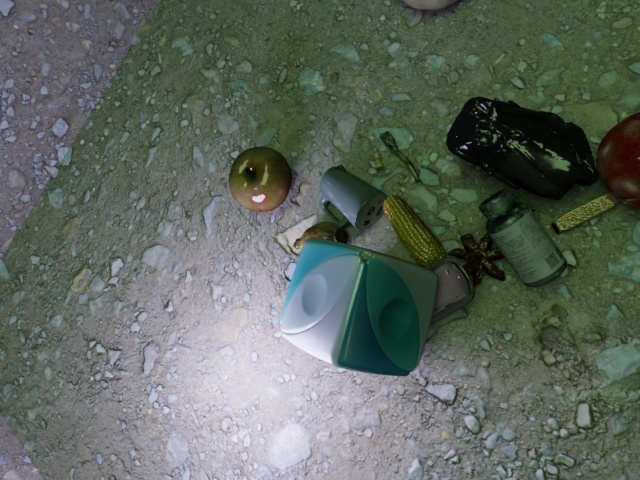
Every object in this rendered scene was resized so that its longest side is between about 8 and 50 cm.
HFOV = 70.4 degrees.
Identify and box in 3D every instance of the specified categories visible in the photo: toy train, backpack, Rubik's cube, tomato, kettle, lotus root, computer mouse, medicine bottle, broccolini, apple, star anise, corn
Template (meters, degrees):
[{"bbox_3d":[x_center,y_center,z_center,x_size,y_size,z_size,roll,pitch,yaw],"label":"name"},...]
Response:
[{"bbox_3d":[0.660,-0.117,1.492,0.056,0.038,0.093,-31,67,7],"label":"toy train"},{"bbox_3d":[0.627,-0.285,1.396,0.445,0.363,0.255,37,118,14],"label":"backpack"},{"bbox_3d":[0.117,0.200,1.424,0.352,0.347,0.352,18,91,56],"label":"Rubik's cube"},{"bbox_3d":[0.969,-0.231,1.264,0.289,0.176,0.335,-29,68,-4],"label":"tomato"},{"bbox_3d":[0.101,-0.147,1.700,0.243,0.159,0.211,41,124,33],"label":"kettle"},{"bbox_3d":[0.000,0.000,1.703,0.213,0.138,0.139,-2,77,24],"label":"lotus root"},{"bbox_3d":[0.369,0.174,1.476,0.310,0.071,0.158,-47,67,45],"label":"computer mouse"},{"bbox_3d":[0.604,-0.012,1.376,0.141,0.141,0.293,-35,93,12],"label":"medicine bottle"},{"bbox_3d":[0.300,-0.314,1.696,0.239,0.051,0.054,56,146,18],"label":"broccolini"},{"bbox_3d":[-0.228,-0.235,1.796,0.256,0.234,0.257,-6,74,20],"label":"apple"},{"bbox_3d":[0.522,0.055,1.476,0.195,0.111,0.213,18,57,4],"label":"star anise"},{"bbox_3d":[0.322,-0.027,1.574,0.115,0.115,0.318,-40,65,10],"label":"corn"}]

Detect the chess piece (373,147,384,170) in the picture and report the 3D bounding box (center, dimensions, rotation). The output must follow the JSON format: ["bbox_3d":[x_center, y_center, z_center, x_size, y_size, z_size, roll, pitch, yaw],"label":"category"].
[{"bbox_3d":[0.217,-0.313,1.734,0.035,0.035,0.092,-17,68,19],"label":"chess piece"}]

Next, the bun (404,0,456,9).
[{"bbox_3d":[0.430,-1.060,1.714,0.364,0.219,0.366,-6,72,20],"label":"bun"}]

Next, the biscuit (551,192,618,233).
[{"bbox_3d":[0.816,-0.081,1.405,0.187,0.056,0.052,-29,66,16],"label":"biscuit"}]
